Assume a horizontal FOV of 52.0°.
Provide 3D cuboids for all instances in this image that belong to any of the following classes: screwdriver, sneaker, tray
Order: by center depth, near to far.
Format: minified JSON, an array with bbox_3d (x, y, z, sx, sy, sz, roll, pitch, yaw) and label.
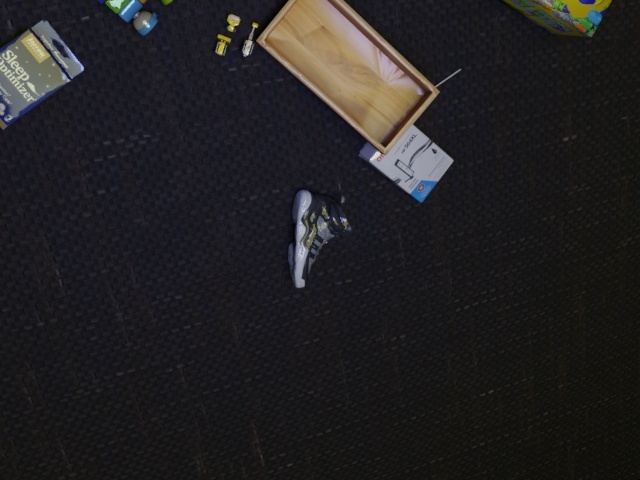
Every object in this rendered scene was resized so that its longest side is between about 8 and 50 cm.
[{"bbox_3d":[0.066,-0.417,1.584,0.411,0.076,0.203,39,94,-14],"label":"tray"},{"bbox_3d":[0.305,-0.410,1.737,0.170,0.024,0.025,-38,145,-3],"label":"screwdriver"},{"bbox_3d":[0.000,0.000,1.746,0.153,0.101,0.269,1,107,-15],"label":"sneaker"}]

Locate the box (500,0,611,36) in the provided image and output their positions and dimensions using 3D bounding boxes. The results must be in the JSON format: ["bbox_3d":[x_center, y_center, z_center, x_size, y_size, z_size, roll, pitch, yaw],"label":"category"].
[{"bbox_3d":[0.599,-0.706,1.635,0.279,0.177,0.290,21,102,-23],"label":"box"}]

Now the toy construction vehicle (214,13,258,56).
[{"bbox_3d":[-0.198,-0.475,1.546,0.085,0.035,0.098,16,102,-11],"label":"toy construction vehicle"}]

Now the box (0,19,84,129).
[{"bbox_3d":[-0.650,-0.364,1.436,0.225,0.036,0.136,-37,117,-3],"label":"box"}]

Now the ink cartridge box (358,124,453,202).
[{"bbox_3d":[0.227,-0.221,1.747,0.203,0.086,0.148,34,96,-26],"label":"ink cartridge box"}]

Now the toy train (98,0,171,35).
[{"bbox_3d":[-0.361,-0.576,1.419,0.248,0.105,0.143,-47,127,3],"label":"toy train"}]
